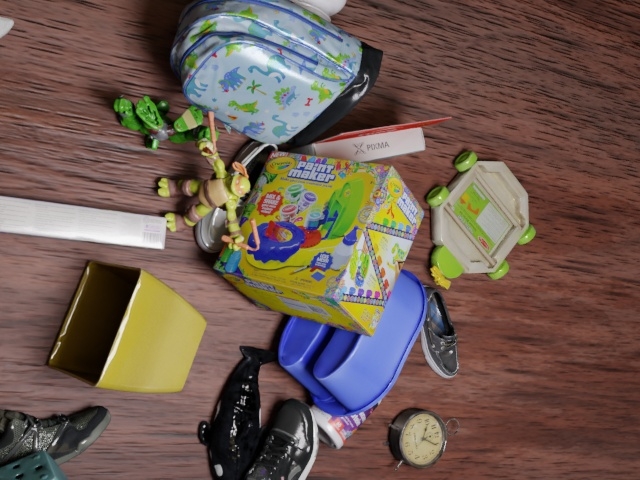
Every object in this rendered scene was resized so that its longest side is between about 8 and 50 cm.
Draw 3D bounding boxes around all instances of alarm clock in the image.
[{"bbox_3d":[0.235,0.441,1.944,0.192,0.064,0.129,-9,93,-26],"label":"alarm clock"}]

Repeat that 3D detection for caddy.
[{"bbox_3d":[0.074,0.188,1.758,0.179,0.241,0.341,40,71,-36],"label":"caddy"}]

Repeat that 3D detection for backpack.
[{"bbox_3d":[-0.110,-0.333,1.636,0.355,0.290,0.273,38,45,-22],"label":"backpack"}]

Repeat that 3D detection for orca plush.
[{"bbox_3d":[-0.140,0.360,1.723,0.151,0.102,0.287,32,74,-24],"label":"orca plush"}]

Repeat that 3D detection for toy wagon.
[{"bbox_3d":[0.354,-0.031,2.020,0.267,0.068,0.344,48,69,-19],"label":"toy wagon"}]

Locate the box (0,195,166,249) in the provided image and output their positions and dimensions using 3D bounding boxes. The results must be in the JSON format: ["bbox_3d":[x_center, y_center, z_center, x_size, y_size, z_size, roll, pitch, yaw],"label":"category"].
[{"bbox_3d":[-0.448,-0.030,1.591,0.324,0.063,0.067,6,85,-28],"label":"box"}]

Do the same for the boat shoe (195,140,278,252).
[{"bbox_3d":[-0.168,-0.094,1.730,0.095,0.084,0.258,30,75,-25],"label":"boat shoe"}]

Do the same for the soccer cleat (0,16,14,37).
[{"bbox_3d":[-0.653,-0.485,1.480,0.143,0.116,0.331,-35,107,-41],"label":"soccer cleat"}]

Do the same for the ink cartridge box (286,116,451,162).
[{"bbox_3d":[0.104,-0.196,1.791,0.275,0.239,0.060,-12,94,-28],"label":"ink cartridge box"}]

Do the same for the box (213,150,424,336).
[{"bbox_3d":[0.000,0.000,1.662,0.177,0.290,0.279,48,60,-49],"label":"box"}]

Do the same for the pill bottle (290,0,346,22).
[{"bbox_3d":[-0.021,-0.581,1.764,0.188,0.188,0.334,15,82,-27],"label":"pill bottle"}]

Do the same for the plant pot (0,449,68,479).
[{"bbox_3d":[-0.477,0.495,1.462,0.165,0.165,0.234,-21,115,-22],"label":"plant pot"}]

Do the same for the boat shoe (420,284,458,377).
[{"bbox_3d":[0.278,0.211,1.966,0.080,0.076,0.228,-19,97,-27],"label":"boat shoe"}]

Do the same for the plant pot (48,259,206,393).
[{"bbox_3d":[-0.338,0.174,1.574,0.187,0.212,0.212,28,76,-37],"label":"plant pot"}]

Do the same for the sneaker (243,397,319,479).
[{"bbox_3d":[-0.089,0.456,1.711,0.124,0.107,0.283,25,78,-61],"label":"sneaker"}]

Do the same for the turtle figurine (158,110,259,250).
[{"bbox_3d":[-0.210,-0.101,1.632,0.087,0.217,0.269,-33,107,-51],"label":"turtle figurine"}]

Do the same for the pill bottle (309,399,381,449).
[{"bbox_3d":[0.062,0.339,1.828,0.193,0.108,0.108,-45,108,-22],"label":"pill bottle"}]

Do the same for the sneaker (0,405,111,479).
[{"bbox_3d":[-0.495,0.339,1.542,0.227,0.087,0.130,-27,108,-21],"label":"sneaker"}]

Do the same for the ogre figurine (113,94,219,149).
[{"bbox_3d":[-0.307,-0.224,1.641,0.197,0.118,0.097,-7,90,-29],"label":"ogre figurine"}]
